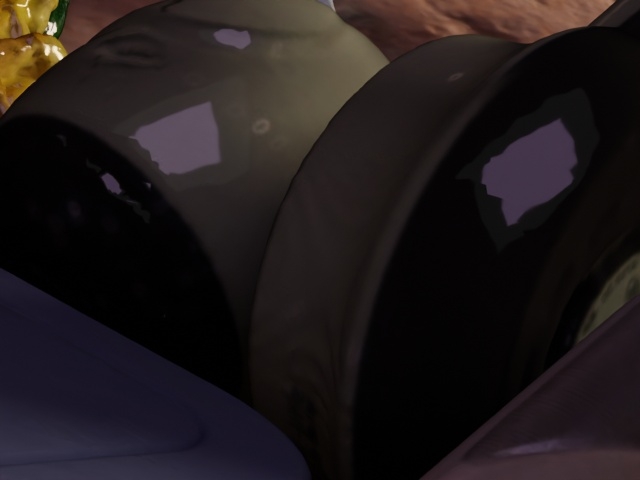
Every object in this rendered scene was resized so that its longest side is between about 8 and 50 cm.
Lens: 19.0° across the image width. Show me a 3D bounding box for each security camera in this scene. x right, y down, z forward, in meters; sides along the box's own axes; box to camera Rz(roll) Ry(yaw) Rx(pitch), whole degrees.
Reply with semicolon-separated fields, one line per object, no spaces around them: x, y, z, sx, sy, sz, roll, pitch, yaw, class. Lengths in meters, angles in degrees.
0.000;0.000;0.684;0.277;0.197;0.191;22;49;38;security camera

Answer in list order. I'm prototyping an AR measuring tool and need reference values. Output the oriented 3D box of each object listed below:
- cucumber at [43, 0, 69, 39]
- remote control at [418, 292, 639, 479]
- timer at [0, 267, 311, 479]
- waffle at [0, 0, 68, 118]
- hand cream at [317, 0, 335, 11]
-0.142;-0.153;0.972;0.036;0.033;0.184;23;32;-26;cucumber
0.097;0.140;0.533;0.103;0.221;0.332;-6;23;47;remote control
-0.224;0.073;0.488;0.395;0.173;0.395;19;10;-3;timer
-0.236;-0.121;0.797;0.283;0.065;0.309;33;48;-17;waffle
-0.016;-0.173;1.019;0.065;0.043;0.170;9;43;-1;hand cream
